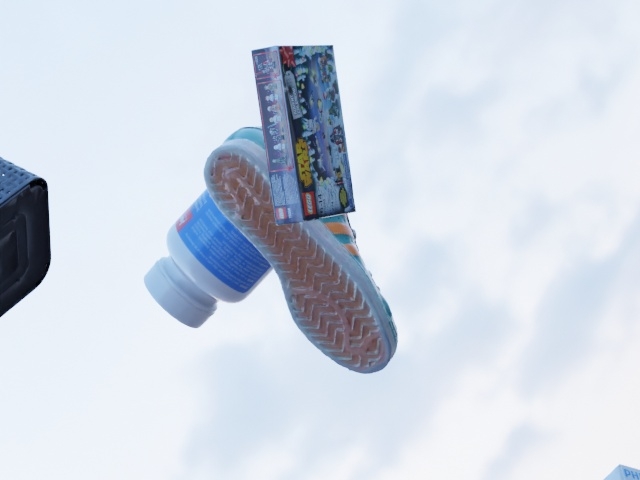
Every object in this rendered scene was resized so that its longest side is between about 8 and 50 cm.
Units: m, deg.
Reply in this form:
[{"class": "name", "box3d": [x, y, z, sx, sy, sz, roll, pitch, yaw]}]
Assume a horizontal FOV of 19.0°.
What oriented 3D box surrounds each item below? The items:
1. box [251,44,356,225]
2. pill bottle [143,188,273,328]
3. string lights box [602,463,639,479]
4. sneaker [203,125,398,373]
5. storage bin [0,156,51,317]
[{"class": "box", "box3d": [-0.012, -0.084, 1.492, 0.094, 0.027, 0.137, -13, -85, -62]}, {"class": "pill bottle", "box3d": [-0.101, -0.005, 2.226, 0.221, 0.124, 0.124, -46, -17, 12]}, {"class": "string lights box", "box3d": [0.357, 0.401, 2.179, 0.077, 0.259, 0.133, 18, -48, -31]}, {"class": "sneaker", "box3d": [0.000, 0.000, 2.090, 0.108, 0.302, 0.121, -29, 9, 35]}, {"class": "storage bin", "box3d": [-0.314, 0.016, 1.596, 0.180, 0.084, 0.122, -42, -31, -40]}]
